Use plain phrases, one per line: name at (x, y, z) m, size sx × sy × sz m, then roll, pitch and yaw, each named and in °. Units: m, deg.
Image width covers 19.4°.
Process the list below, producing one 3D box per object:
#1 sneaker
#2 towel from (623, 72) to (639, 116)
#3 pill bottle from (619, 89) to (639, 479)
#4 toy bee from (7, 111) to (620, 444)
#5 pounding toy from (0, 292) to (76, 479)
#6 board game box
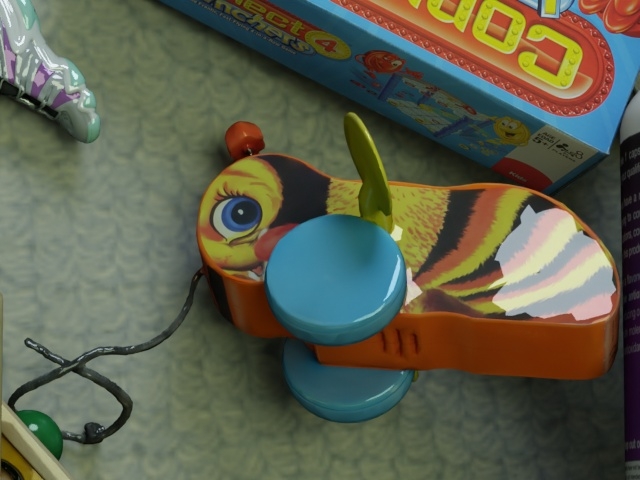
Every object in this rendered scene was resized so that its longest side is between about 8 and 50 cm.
sneaker at (-0.164, -0.080, 0.971) m, size 0.069 × 0.038 × 0.098 m, roll -35°, pitch 87°, yaw -25°
towel at (0.262, -0.181, 1.187) m, size 0.282 × 0.049 × 0.187 m, roll -44°, pitch 103°, yaw -23°
pill bottle at (0.243, 0.023, 0.948) m, size 0.181 × 0.181 × 0.323 m, roll 4°, pitch 81°, yaw -25°
toy bee at (0.000, 0.000, 0.967) m, size 0.298 × 0.195 × 0.162 m, roll 7°, pitch 53°, yaw -14°
pounding toy at (-0.168, 0.114, 0.879) m, size 0.141 × 0.100 × 0.130 m, roll -43°, pitch 101°, yaw -12°
board game box at (0.062, -0.228, 1.047) m, size 0.308 × 0.086 × 0.302 m, roll 26°, pitch 70°, yaw -9°
